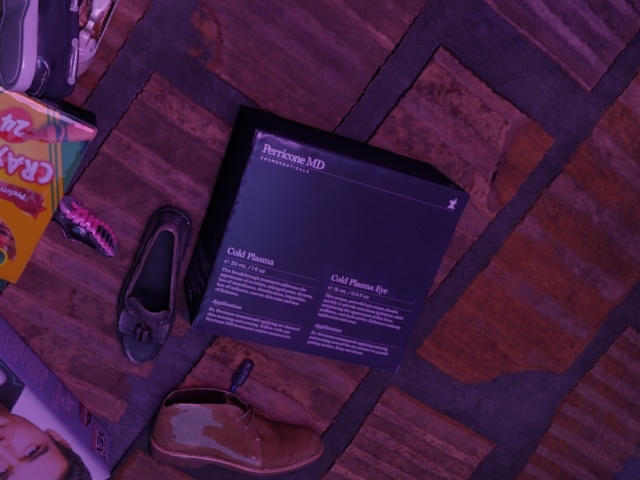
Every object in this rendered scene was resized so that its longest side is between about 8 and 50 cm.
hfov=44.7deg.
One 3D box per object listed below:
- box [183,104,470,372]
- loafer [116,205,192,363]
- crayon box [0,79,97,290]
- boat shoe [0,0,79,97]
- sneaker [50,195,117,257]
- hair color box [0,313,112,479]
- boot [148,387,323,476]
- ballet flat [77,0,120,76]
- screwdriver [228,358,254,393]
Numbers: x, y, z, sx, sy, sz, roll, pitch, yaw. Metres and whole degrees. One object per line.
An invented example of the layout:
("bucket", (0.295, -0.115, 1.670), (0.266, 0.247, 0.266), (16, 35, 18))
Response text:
("box", (0.000, 0.000, 1.207), (0.343, 0.179, 0.312), (16, 107, -18))
("loafer", (-0.268, 0.079, 1.220), (0.096, 0.084, 0.267), (14, 105, -8))
("crayon box", (-0.480, -0.077, 1.108), (0.202, 0.081, 0.318), (25, 104, -26))
("boat shoe", (-0.365, -0.341, 1.033), (0.091, 0.114, 0.302), (2, 97, -48))
("sneaker", (-0.365, -0.014, 1.194), (0.057, 0.047, 0.119), (-33, 114, 21))
("hair color box", (-0.514, 0.266, 1.219), (0.185, 0.113, 0.374), (-33, 115, 0))
("boot", (-0.131, 0.323, 1.330), (0.305, 0.112, 0.115), (9, 107, -18))
("ballet flat", (-0.325, -0.304, 1.085), (0.057, 0.052, 0.168), (24, 103, -21))
("screwdriver", (-0.162, 0.276, 1.361), (0.025, 0.024, 0.169), (10, 117, -47))
